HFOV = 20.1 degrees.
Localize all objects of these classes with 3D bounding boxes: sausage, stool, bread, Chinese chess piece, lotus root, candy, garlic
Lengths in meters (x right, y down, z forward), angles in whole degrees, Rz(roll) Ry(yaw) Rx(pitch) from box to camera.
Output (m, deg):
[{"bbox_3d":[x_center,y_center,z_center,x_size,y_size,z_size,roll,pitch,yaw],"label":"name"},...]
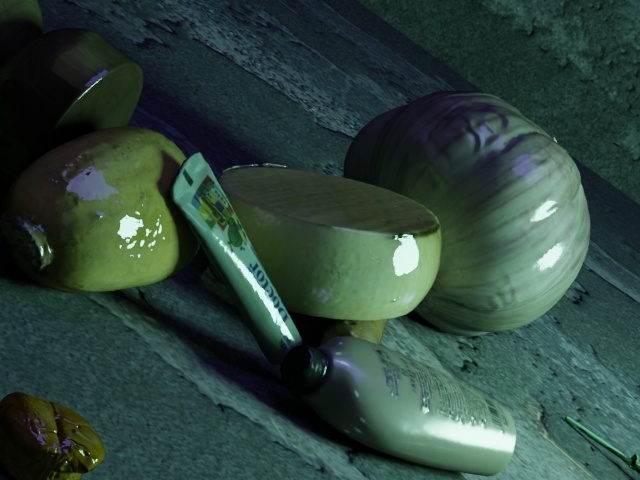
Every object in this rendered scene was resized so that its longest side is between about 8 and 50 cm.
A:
[{"bbox_3d":[0.044,0.079,1.906,0.066,0.065,0.301,35,17,1],"label":"sausage"},{"bbox_3d":[-0.322,-0.170,1.694,0.264,0.179,0.179,38,16,10],"label":"stool"},{"bbox_3d":[-0.194,0.142,1.279,0.083,0.046,0.081,32,13,-5],"label":"bread"},{"bbox_3d":[0.000,0.000,1.859,0.251,0.097,0.251,11,16,-3],"label":"Chinese chess piece"},{"bbox_3d":[-0.183,-0.028,1.622,0.131,0.146,0.303,-4,6,21],"label":"lotus root"},{"bbox_3d":[0.359,0.255,2.092,0.185,0.049,0.055,35,-15,25],"label":"candy"},{"bbox_3d":[0.183,-0.030,2.104,0.317,0.259,0.317,38,-25,22],"label":"garlic"}]

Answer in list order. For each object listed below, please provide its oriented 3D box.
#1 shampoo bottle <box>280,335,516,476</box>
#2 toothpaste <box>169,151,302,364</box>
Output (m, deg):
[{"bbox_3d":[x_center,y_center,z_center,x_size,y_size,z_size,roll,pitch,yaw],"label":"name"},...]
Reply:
[{"bbox_3d":[0.071,0.155,1.713,0.257,0.078,0.127,26,34,-33],"label":"shampoo bottle"},{"bbox_3d":[-0.070,0.036,1.654,0.255,0.037,0.067,62,35,-28],"label":"toothpaste"}]
